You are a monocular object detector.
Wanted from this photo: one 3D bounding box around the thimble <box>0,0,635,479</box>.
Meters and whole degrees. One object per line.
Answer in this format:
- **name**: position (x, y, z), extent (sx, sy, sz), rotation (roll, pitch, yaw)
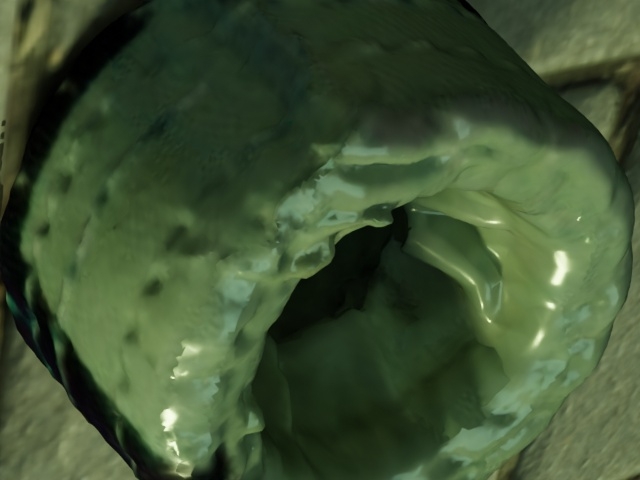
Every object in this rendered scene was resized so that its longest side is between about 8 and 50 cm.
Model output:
- **thimble**: position (0.000, 0.000, 0.732), extent (0.237, 0.150, 0.237), rotation (-24, 138, -24)
